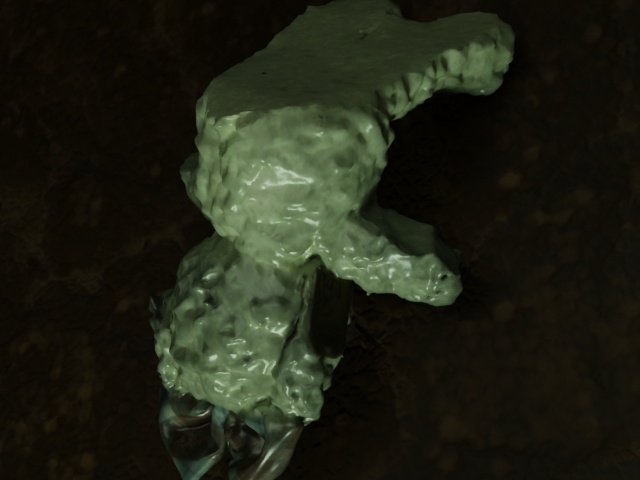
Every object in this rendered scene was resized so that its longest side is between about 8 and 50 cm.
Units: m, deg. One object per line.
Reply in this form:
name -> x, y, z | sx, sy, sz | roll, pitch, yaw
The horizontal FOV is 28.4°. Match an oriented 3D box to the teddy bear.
teddy bear -> 0.000, 0.000, 1.183 | 0.327, 0.375, 0.362 | 17, 124, 35
